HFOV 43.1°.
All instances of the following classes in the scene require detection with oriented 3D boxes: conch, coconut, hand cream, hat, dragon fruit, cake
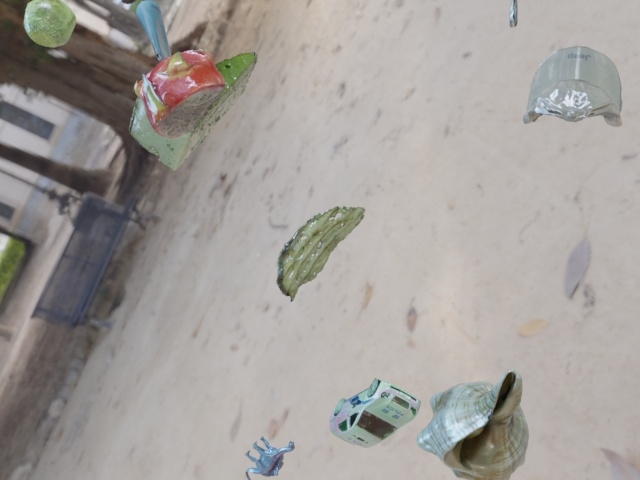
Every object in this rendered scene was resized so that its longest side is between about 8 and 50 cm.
[{"bbox_3d":[0.261,0.311,1.392,0.169,0.203,0.386,47,158,43],"label":"conch"},{"bbox_3d":[-0.485,-0.396,1.453,0.088,0.087,0.096,-26,51,62],"label":"coconut"},{"bbox_3d":[-0.303,-0.376,1.513,0.048,0.083,0.224,-26,52,3],"label":"hand cream"},{"bbox_3d":[0.557,-0.347,1.780,0.149,0.214,0.245,51,-137,-68],"label":"hat"},{"bbox_3d":[-0.129,-0.130,0.703,0.060,0.056,0.083,-19,-12,-49],"label":"dragon fruit"},{"bbox_3d":[-0.164,-0.202,1.240,0.235,0.099,0.100,-32,-17,-39],"label":"cake"}]

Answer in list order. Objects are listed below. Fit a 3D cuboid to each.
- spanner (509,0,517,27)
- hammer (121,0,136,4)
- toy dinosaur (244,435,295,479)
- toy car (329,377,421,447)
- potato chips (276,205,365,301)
[{"bbox_3d":[0.391,-0.581,1.624,0.071,0.017,0.302,-69,-23,-56],"label":"spanner"},{"bbox_3d":[-0.329,-0.472,1.198,0.103,0.246,0.029,-26,26,-25],"label":"hammer"},{"bbox_3d":[-0.114,0.455,1.686,0.197,0.080,0.045,-48,0,39],"label":"toy dinosaur"},{"bbox_3d":[0.090,0.317,1.441,0.224,0.090,0.076,-45,17,55],"label":"toy car"},{"bbox_3d":[0.001,0.000,1.251,0.028,0.092,0.207,21,59,42],"label":"potato chips"}]
